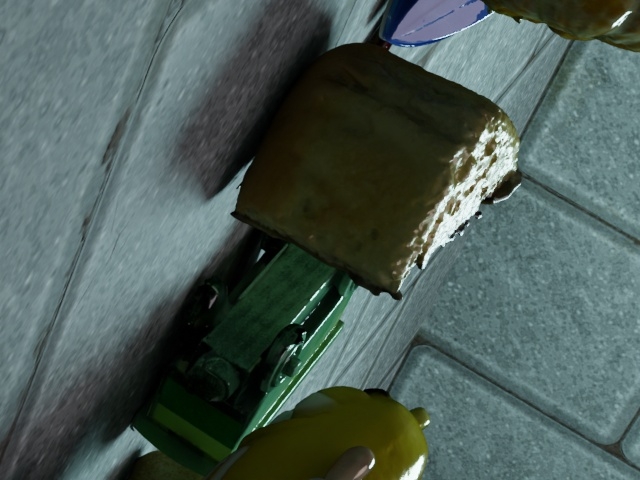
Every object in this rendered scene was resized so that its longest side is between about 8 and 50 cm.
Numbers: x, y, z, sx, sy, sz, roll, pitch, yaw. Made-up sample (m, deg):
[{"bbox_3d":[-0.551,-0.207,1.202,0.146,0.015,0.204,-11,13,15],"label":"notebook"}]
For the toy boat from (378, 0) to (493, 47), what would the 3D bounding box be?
[{"bbox_3d":[0.154,-0.286,1.978,0.295,0.088,0.129,-45,139,-27],"label":"toy boat"}]

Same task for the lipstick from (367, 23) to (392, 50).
[{"bbox_3d":[0.052,-0.183,1.957,0.176,0.027,0.027,-57,172,-20],"label":"lipstick"}]

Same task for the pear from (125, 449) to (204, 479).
[{"bbox_3d":[-0.158,0.303,2.055,0.167,0.136,0.167,-54,171,-12],"label":"pear"}]

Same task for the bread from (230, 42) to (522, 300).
[{"bbox_3d":[0.051,-0.084,1.741,0.262,0.204,0.162,-44,152,-49],"label":"bread"}]

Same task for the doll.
[{"bbox_3d":[-0.074,0.281,1.789,0.348,0.161,0.423,-37,178,16],"label":"doll"}]

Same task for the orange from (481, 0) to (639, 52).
[{"bbox_3d":[0.245,-0.287,1.677,0.329,0.329,0.249,-2,114,-80],"label":"orange"}]

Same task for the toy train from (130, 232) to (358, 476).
[{"bbox_3d":[-0.054,0.085,1.943,0.301,0.120,0.202,-50,170,-46],"label":"toy train"}]
